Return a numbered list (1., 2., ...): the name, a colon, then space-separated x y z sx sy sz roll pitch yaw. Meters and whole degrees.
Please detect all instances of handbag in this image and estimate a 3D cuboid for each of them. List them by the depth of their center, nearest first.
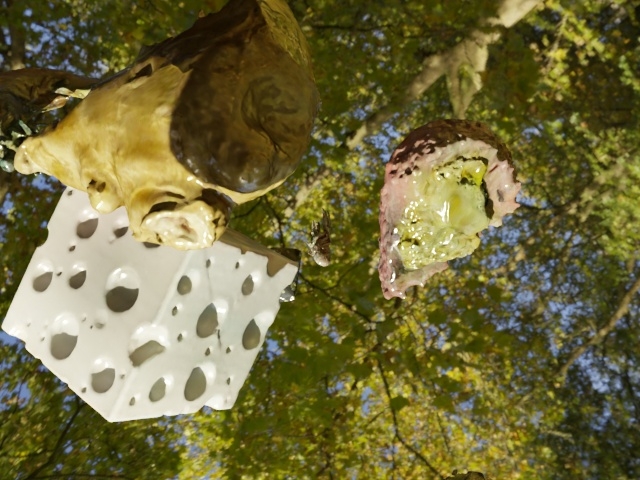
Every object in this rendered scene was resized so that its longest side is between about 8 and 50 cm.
1. handbag: -0.113 0.061 1.187 0.139 0.072 0.115 17 -106 -29

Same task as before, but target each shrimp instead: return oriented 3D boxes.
1. shrimp: -0.002 0.000 0.797 0.029 0.038 0.092 27 -130 -27
2. shrimp: -0.493 -0.227 1.027 0.272 0.085 0.445 -13 -144 -23

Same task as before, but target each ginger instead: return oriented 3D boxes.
1. ginger: -0.126 -0.082 0.468 0.123 0.270 0.218 40 -145 -48

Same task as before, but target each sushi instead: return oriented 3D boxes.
1. sushi: 0.134 -0.047 0.726 0.161 0.241 0.107 44 -163 -27

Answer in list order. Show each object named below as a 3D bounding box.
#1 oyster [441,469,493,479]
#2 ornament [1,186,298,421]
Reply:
1. oyster: 0.231 0.572 1.092 0.351 0.237 0.115 -32 -131 -20
2. ornament: -0.222 0.074 0.784 0.240 0.239 0.240 27 -178 29
